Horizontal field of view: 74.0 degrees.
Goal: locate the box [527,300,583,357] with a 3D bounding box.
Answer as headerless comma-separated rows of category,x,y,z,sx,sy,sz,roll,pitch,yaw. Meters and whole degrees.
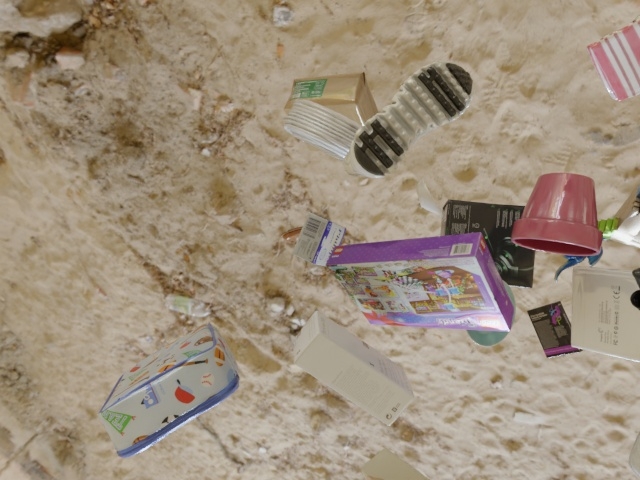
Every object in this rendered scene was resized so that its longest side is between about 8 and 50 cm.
box,0.749,0.286,1.364,0.116,0.029,0.162,-42,62,56

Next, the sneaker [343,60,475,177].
sneaker,0.152,-0.214,0.761,0.110,0.292,0.118,52,167,-5

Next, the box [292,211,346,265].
box,0.000,0.000,1.193,0.072,0.137,0.126,23,93,25

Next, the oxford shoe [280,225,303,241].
oxford shoe,-0.046,-0.005,1.497,0.076,0.212,0.076,-30,66,43

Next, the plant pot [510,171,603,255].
plant pot,0.609,-0.068,1.081,0.201,0.201,0.180,12,86,20

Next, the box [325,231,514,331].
box,0.179,0.084,0.790,0.293,0.057,0.201,-5,133,39

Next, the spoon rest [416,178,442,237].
spoon rest,0.446,-0.124,1.687,0.084,0.277,0.137,-17,154,16

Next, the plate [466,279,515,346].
plate,0.452,0.191,1.147,0.188,0.188,0.024,54,163,-16

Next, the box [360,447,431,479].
box,0.268,0.809,1.361,0.148,0.121,0.311,61,160,-2

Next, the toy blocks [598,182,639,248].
toy blocks,0.969,-0.061,1.097,0.381,0.191,0.261,22,153,21

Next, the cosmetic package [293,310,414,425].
cosmetic package,0.063,0.249,0.843,0.231,0.117,0.085,37,98,-10

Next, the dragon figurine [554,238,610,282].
dragon figurine,0.972,0.045,1.546,0.144,0.085,0.289,28,96,33

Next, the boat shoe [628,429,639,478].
boat shoe,0.362,0.152,0.390,0.083,0.076,0.226,-9,111,-16

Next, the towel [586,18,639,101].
towel,0.626,-0.358,0.785,0.144,0.029,0.197,41,140,-26

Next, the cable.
cable,0.036,-0.259,1.048,0.257,0.257,0.089,25,99,-9

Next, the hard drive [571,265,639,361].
hard drive,0.840,0.198,1.081,0.353,0.047,0.233,5,99,51

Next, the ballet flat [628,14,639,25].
ballet flat,0.853,-0.578,1.150,0.041,0.041,0.114,38,121,-2

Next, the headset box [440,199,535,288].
headset box,0.520,0.014,1.317,0.282,0.131,0.247,5,85,10

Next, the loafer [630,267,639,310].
loafer,0.713,0.128,0.912,0.078,0.076,0.223,-11,131,31

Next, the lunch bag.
lunch bag,-0.283,0.269,0.805,0.115,0.243,0.303,60,164,-4

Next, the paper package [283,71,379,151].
paper package,0.062,-0.524,1.770,0.324,0.168,0.309,5,155,26
